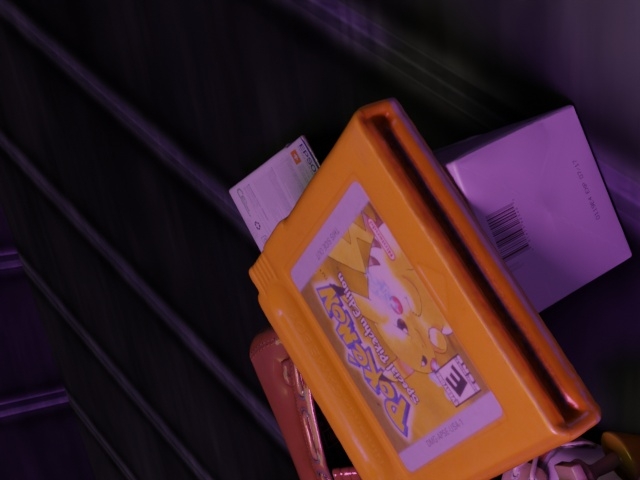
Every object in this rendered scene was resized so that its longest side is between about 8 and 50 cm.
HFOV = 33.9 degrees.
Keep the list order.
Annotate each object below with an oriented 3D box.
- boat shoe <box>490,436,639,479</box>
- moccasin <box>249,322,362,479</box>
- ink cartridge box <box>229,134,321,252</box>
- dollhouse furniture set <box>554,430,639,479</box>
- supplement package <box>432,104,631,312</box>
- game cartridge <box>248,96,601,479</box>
[{"bbox_3d":[0.218,0.234,0.974,0.103,0.113,0.302,51,151,10],"label":"boat shoe"},{"bbox_3d":[0.056,0.250,1.200,0.147,0.139,0.379,-17,94,58],"label":"moccasin"},{"bbox_3d":[0.000,0.000,1.210,0.223,0.045,0.224,62,151,0],"label":"ink cartridge box"},{"bbox_3d":[0.324,0.258,0.700,0.286,0.198,0.303,134,114,-75],"label":"dollhouse furniture set"},{"bbox_3d":[0.118,-0.009,0.912,0.244,0.134,0.139,-15,100,61],"label":"supplement package"},{"bbox_3d":[0.058,0.081,0.883,0.285,0.053,0.323,58,149,13],"label":"game cartridge"}]
